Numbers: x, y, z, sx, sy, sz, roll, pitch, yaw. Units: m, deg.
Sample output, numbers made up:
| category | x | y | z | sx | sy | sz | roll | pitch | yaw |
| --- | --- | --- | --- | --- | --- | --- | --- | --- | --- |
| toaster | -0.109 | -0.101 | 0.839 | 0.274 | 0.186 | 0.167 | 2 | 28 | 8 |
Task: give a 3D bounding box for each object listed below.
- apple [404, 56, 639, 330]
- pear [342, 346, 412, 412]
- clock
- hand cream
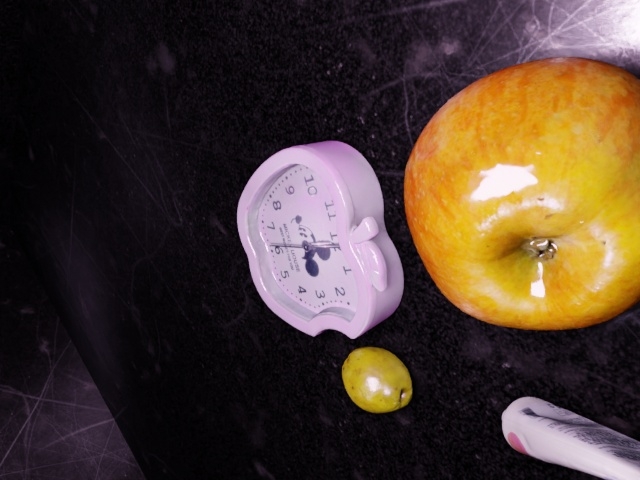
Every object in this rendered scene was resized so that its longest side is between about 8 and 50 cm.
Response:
| category | x | y | z | sx | sy | sz | roll | pitch | yaw |
| --- | --- | --- | --- | --- | --- | --- | --- | --- | --- |
| apple | 0.219 | -0.042 | 0.611 | 0.302 | 0.302 | 0.301 | 22 | 121 | 41 |
| pear | 0.094 | 0.237 | 0.988 | 0.131 | 0.107 | 0.107 | 24 | 123 | 36 |
| clock | 0.000 | 0.000 | 0.998 | 0.339 | 0.102 | 0.338 | 21 | 120 | 40 |
| hand cream | 0.320 | 0.251 | 0.689 | 0.341 | 0.125 | 0.077 | 167 | 112 | -76 |
